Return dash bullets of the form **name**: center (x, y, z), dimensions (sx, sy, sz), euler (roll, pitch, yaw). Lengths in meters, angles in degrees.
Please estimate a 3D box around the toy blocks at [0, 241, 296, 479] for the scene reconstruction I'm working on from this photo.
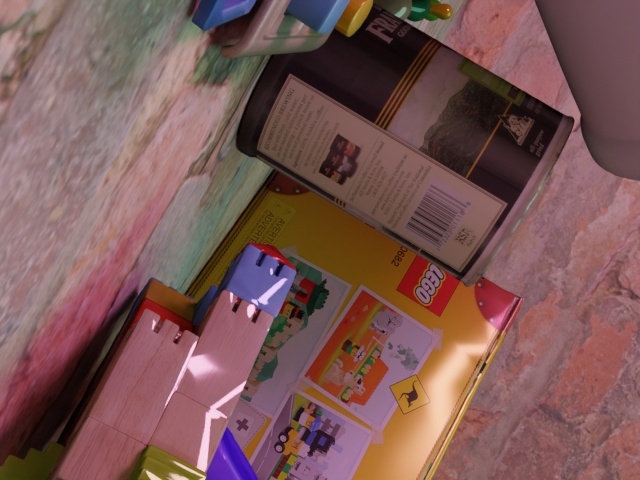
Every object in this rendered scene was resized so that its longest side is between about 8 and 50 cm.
- **toy blocks**: center (-0.152, 0.143, 0.862), dimensions (0.381, 0.191, 0.261), euler (-46, -163, 55)

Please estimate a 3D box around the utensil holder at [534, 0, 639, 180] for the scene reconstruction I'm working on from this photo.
- **utensil holder**: center (0.322, -0.298, 0.835), dimensions (0.328, 0.385, 0.327), euler (-25, -160, 10)

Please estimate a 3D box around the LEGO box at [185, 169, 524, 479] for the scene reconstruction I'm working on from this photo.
- **LEGO box**: center (-0.026, 0.201, 1.256), dimensions (0.500, 0.373, 0.193), euler (-56, 176, -25)

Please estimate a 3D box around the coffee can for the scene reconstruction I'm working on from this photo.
- **coffee can**: center (0.084, -0.107, 0.988), dimensions (0.201, 0.275, 0.201), euler (-58, 177, -6)

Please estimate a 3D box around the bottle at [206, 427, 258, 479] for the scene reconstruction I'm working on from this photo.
- **bottle**: center (-0.206, 0.298, 1.025), dimensions (0.283, 0.118, 0.092), euler (-29, -172, 1)

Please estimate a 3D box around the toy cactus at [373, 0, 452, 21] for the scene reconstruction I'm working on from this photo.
- **toy cactus**: center (0.112, -0.320, 1.189), dimensions (0.180, 0.112, 0.219), euler (-39, 175, -9)

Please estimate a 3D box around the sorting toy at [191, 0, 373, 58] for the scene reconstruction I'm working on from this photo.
- **sorting toy**: center (0.023, -0.210, 0.740), dimensions (0.196, 0.047, 0.348), euler (-52, 174, 21)
